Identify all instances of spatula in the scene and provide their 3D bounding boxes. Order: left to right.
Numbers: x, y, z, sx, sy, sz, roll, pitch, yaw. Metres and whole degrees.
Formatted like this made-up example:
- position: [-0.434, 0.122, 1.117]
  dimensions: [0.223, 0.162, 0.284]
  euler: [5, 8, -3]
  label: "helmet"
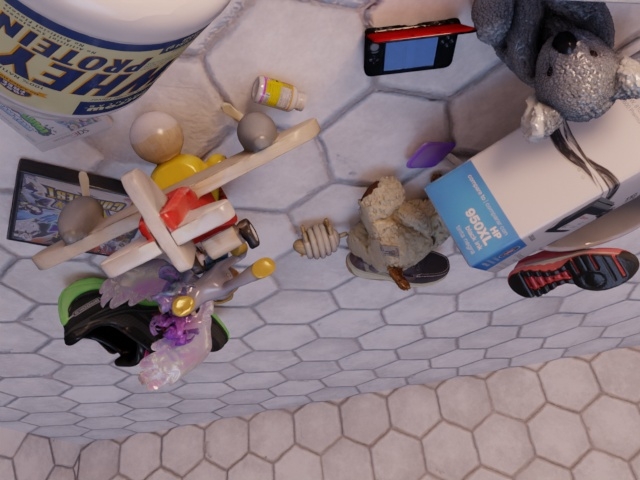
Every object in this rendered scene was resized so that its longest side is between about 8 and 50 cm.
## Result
- position: [0.305, -0.154, 1.047]
  dimensions: [0.296, 0.030, 0.084]
  euler: [9, 146, -26]
  label: "spatula"

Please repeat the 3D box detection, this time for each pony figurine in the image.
- position: [-0.295, 0.132, 1.162]
  dimensions: [0.350, 0.303, 0.363]
  euler: [-26, 173, -25]
  label: "pony figurine"

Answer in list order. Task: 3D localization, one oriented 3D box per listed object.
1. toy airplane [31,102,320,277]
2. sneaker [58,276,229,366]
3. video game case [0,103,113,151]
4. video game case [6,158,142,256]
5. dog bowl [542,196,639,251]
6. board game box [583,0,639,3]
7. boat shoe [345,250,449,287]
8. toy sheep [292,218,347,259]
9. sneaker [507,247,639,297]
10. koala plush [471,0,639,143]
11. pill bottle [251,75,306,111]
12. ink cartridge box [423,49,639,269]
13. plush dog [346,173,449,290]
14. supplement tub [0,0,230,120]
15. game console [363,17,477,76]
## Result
- position: [-0.236, -0.082, 0.814]
  dimensions: [0.386, 0.273, 0.384]
  euler: [-25, 180, -42]
  label: "toy airplane"
- position: [-0.471, 0.254, 1.383]
  dimensions: [0.482, 0.202, 0.185]
  euler: [21, 140, -38]
  label: "sneaker"
- position: [-0.436, -0.211, 0.798]
  dimensions: [0.143, 0.019, 0.157]
  euler: [-15, 148, 12]
  label: "video game case"
- position: [-0.476, -0.048, 1.044]
  dimensions: [0.274, 0.035, 0.248]
  euler: [12, 144, -30]
  label: "video game case"
- position: [0.607, -0.092, 1.149]
  dimensions: [0.348, 0.102, 0.349]
  euler: [-6, 148, -4]
  label: "dog bowl"
- position: [0.381, -0.402, 0.501]
  dimensions: [0.308, 0.086, 0.302]
  euler: [-1, 129, -8]
  label: "board game box"
- position: [0.210, 0.054, 1.304]
  dimensions: [0.285, 0.103, 0.092]
  euler: [7, 151, -13]
  label: "boat shoe"
- position: [0.000, 0.000, 1.185]
  dimensions: [0.132, 0.091, 0.091]
  euler: [-13, 149, -1]
  label: "toy sheep"
- position: [0.647, 0.053, 1.322]
  dimensions: [0.313, 0.136, 0.116]
  euler: [-14, 118, 41]
  label: "sneaker"
- position: [0.345, -0.251, 0.708]
  dimensions: [0.196, 0.221, 0.203]
  euler: [-22, 146, 22]
  label: "koala plush"
- position: [-0.066, -0.234, 0.819]
  dimensions: [0.083, 0.043, 0.043]
  euler: [9, 145, -27]
  label: "pill bottle"
- position: [0.421, -0.110, 0.892]
  dimensions: [0.394, 0.166, 0.285]
  euler: [-33, 161, 21]
  label: "ink cartridge box"
- position: [0.206, -0.023, 1.121]
  dimensions: [0.225, 0.211, 0.262]
  euler: [-27, 157, -20]
  label: "plush dog"
- position: [-0.236, -0.254, 0.485]
  dimensions: [0.235, 0.236, 0.324]
  euler: [15, 167, -33]
  label: "supplement tub"
- position: [0.141, -0.277, 0.753]
  dimensions: [0.143, 0.085, 0.124]
  euler: [-7, 149, -1]
  label: "game console"
